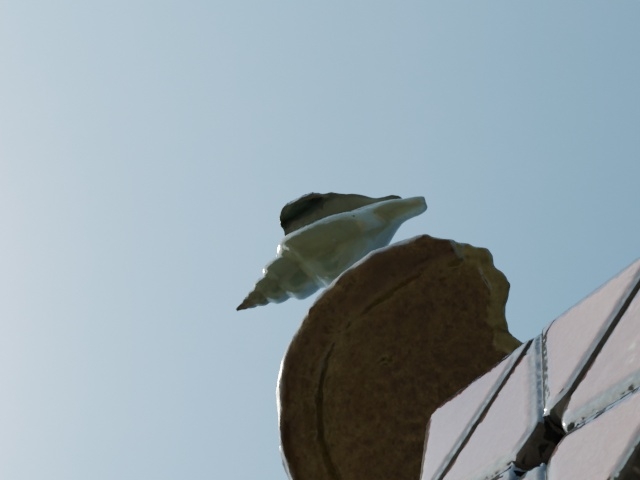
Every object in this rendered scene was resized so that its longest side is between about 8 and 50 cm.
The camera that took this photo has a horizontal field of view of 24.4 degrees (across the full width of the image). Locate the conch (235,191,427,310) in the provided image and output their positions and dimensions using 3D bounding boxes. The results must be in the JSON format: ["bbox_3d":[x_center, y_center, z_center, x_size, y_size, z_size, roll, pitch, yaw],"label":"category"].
[{"bbox_3d":[0.003,0.006,1.210,0.180,0.065,0.088,-32,-149,-14],"label":"conch"}]

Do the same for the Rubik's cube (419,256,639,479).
[{"bbox_3d":[0.141,0.118,0.601,0.229,0.233,0.228,-16,-116,14],"label":"Rubik's cube"}]

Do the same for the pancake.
[{"bbox_3d":[0.115,0.126,0.966,0.286,0.033,0.288,-26,-99,12],"label":"pancake"}]
